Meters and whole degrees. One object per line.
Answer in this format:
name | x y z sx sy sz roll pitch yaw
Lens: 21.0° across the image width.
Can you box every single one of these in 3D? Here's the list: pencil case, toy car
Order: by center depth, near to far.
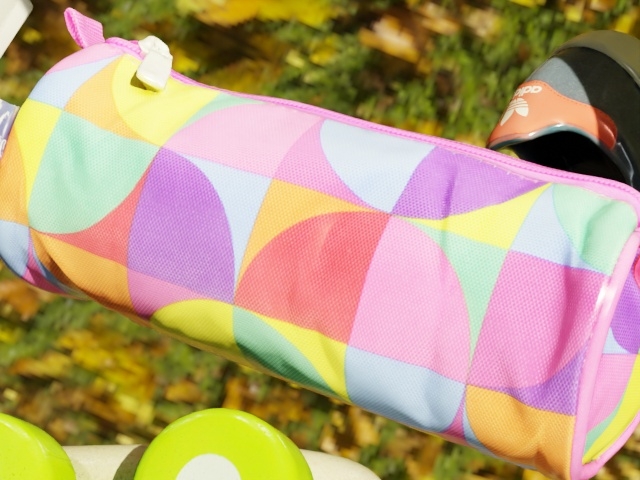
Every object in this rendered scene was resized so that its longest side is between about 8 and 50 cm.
toy car | -0.052 0.160 0.547 0.149 0.188 0.155 -2 163 15
pencil case | 0.000 0.000 0.576 0.236 0.104 0.104 20 146 21

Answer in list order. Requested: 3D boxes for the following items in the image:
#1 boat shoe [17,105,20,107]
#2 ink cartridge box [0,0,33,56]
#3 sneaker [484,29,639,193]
boat shoe | -0.284 -0.054 1.513 0.324 0.122 0.120 3 104 31
ink cartridge box | -0.396 -0.269 1.328 0.296 0.066 0.261 24 165 22
sneaker | 0.241 0.027 1.245 0.350 0.148 0.131 54 150 -3
